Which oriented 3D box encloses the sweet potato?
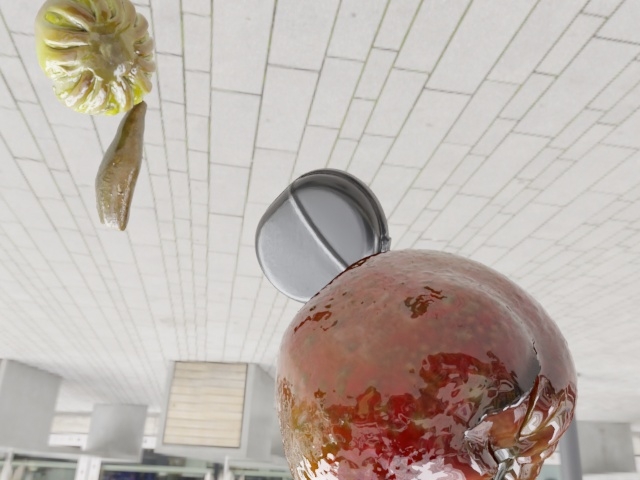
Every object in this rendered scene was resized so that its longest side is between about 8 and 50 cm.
[{"bbox_3d":[-0.364,-0.141,1.108,0.077,0.244,0.077,11,-177,-1],"label":"sweet potato"}]

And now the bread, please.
[{"bbox_3d":[-0.366,-0.316,1.019,0.213,0.213,0.105,22,175,-38],"label":"bread"}]

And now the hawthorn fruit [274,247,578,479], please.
[{"bbox_3d":[0.106,0.196,0.816,0.403,0.403,0.403,2,157,1],"label":"hawthorn fruit"}]

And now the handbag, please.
[{"bbox_3d":[-0.001,0.001,1.226,0.308,0.254,0.093,-43,174,33],"label":"handbag"}]
